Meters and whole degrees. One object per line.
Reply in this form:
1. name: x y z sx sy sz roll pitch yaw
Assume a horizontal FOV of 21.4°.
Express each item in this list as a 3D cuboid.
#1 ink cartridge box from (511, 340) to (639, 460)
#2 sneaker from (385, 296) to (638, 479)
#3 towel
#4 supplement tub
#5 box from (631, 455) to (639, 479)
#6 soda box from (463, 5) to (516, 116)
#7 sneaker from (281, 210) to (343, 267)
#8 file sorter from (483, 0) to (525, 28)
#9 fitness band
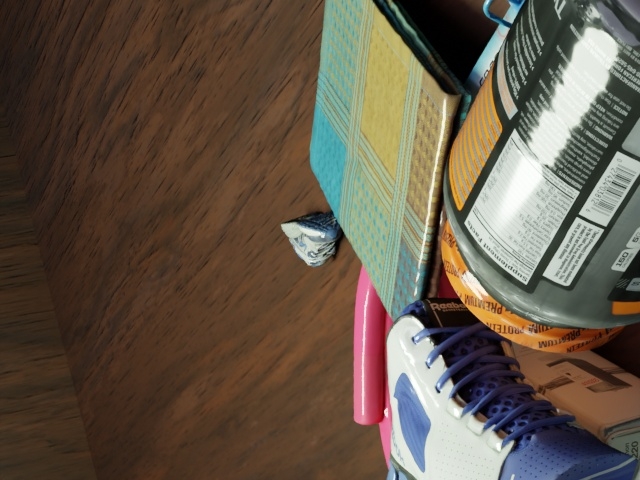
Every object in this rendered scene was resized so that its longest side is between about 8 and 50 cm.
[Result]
1. ink cartridge box: 0.217 0.183 1.439 0.218 0.092 0.158 -146 49 -61
2. sneaker: 0.124 0.136 1.358 0.315 0.127 0.182 180 79 -68
3. towel: 0.061 -0.101 1.653 0.370 0.040 0.271 -118 29 -56
4. supplement tub: 0.212 -0.078 1.184 0.338 0.207 0.207 113 140 -51
5. box: 0.305 0.193 1.029 0.295 0.073 0.293 46 130 51
6. soda box: 0.175 -0.144 1.437 0.183 0.058 0.063 120 135 -56
7. sneaker: 0.000 0.000 1.930 0.135 0.052 0.058 -175 66 -74
8. file sorter: 0.170 -0.224 1.296 0.118 0.104 0.170 -39 59 26
9. fitness band: 0.102 0.129 1.712 0.209 0.054 0.290 -164 72 -63
